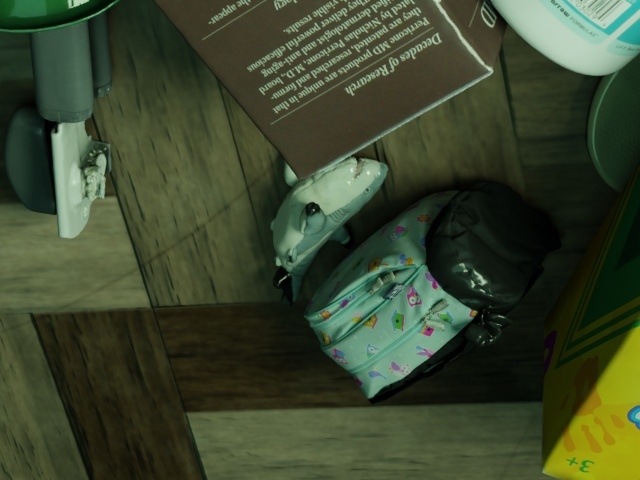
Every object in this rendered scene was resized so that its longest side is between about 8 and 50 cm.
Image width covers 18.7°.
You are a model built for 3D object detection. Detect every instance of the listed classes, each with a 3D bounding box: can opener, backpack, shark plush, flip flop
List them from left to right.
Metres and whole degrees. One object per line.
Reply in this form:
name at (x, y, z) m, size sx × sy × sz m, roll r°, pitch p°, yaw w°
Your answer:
can opener at (-0.203, -0.124, 1.476) m, size 0.093 × 0.074 × 0.280 m, roll 11°, pitch 125°, yaw 9°
shark plush at (0.000, 0.000, 1.521) m, size 0.067 × 0.073 × 0.161 m, roll 1°, pitch 125°, yaw -22°
backpack at (0.078, 0.039, 1.482) m, size 0.115 × 0.152 × 0.182 m, roll 51°, pitch 126°, yaw -1°
flip flop at (0.297, -0.117, 1.340) m, size 0.277 × 0.080 × 0.112 m, roll -30°, pitch 112°, yaw 30°

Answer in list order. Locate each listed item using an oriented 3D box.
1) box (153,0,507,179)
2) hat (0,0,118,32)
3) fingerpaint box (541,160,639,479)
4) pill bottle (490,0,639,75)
box at (0.006, -0.189, 1.316) m, size 0.167 × 0.168 × 0.203 m, roll -29°, pitch 112°, yaw 29°
hat at (-0.204, -0.273, 1.297) m, size 0.173 × 0.208 × 0.183 m, roll -11°, pitch 139°, yaw -3°
fingerpaint box at (0.423, 0.056, 1.314) m, size 0.445 × 0.163 × 0.371 m, roll 18°, pitch 132°, yaw -9°
pill bottle at (0.228, -0.235, 1.238) m, size 0.146 × 0.146 × 0.264 m, roll 40°, pitch 124°, yaw -13°
